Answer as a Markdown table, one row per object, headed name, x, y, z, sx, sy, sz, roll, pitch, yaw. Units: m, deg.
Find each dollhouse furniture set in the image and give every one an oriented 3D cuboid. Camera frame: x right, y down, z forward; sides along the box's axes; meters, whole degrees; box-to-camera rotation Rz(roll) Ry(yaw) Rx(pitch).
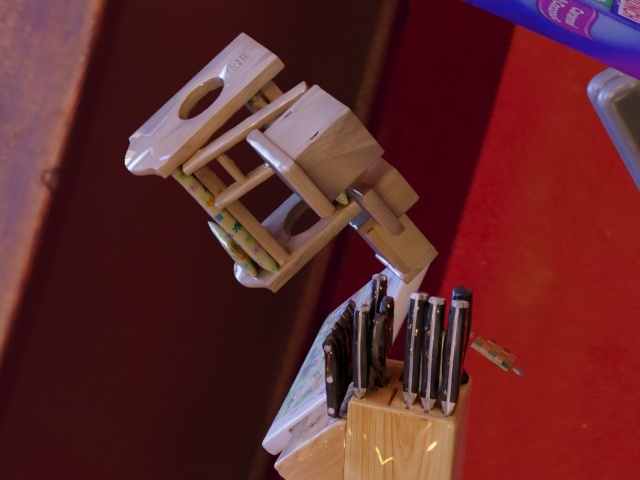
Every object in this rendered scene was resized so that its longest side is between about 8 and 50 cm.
| name | x | y | z | sx | sy | sz | roll | pitch | yaw |
| --- | --- | --- | --- | --- | --- | --- | --- | --- | --- |
| dollhouse furniture set | 0.000 | 0.000 | 0.754 | 0.101 | 0.182 | 0.161 | -43 | 32 | -2 |

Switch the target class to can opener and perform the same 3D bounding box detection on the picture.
| name | x | y | z | sx | sy | sz | roll | pitch | yaw |
| --- | --- | --- | --- | --- | --- | --- | --- | --- | --- |
| can opener | 0.336 | -0.040 | 1.222 | 0.093 | 0.074 | 0.280 | -35 | 106 | 7 |

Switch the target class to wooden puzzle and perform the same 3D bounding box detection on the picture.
| name | x | y | z | sx | sy | sz | roll | pitch | yaw |
| --- | --- | --- | --- | --- | --- | --- | --- | --- | --- |
| wooden puzzle | 0.198 | 0.126 | 1.540 | 0.083 | 0.049 | 0.006 | 35 | 109 | 11 |

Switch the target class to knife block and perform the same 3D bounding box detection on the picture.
| name | x | y | z | sx | sy | sz | roll | pitch | yaw |
| --- | --- | --- | --- | --- | --- | --- | --- | --- | --- |
| knife block | 0.094 | 0.169 | 1.187 | 0.242 | 0.088 | 0.275 | -37 | 98 | 28 |

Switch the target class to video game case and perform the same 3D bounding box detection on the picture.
| name | x | y | z | sx | sy | sz | roll | pitch | yaw |
| --- | --- | --- | --- | --- | --- | --- | --- | --- | --- |
| video game case | 0.030 | 0.114 | 1.452 | 0.023 | 0.212 | 0.193 | 39 | 135 | -9 |

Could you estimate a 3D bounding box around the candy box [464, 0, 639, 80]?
| name | x | y | z | sx | sy | sz | roll | pitch | yaw |
| --- | --- | --- | --- | --- | --- | --- | --- | --- | --- |
| candy box | 0.178 | -0.109 | 0.419 | 0.317 | 0.268 | 0.122 | 29 | 87 | 11 |
